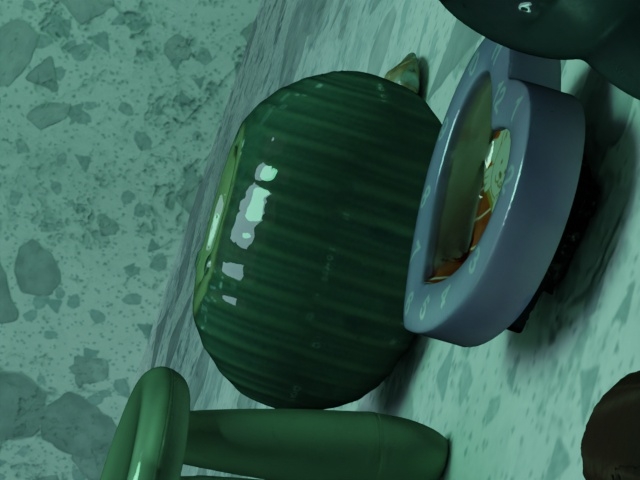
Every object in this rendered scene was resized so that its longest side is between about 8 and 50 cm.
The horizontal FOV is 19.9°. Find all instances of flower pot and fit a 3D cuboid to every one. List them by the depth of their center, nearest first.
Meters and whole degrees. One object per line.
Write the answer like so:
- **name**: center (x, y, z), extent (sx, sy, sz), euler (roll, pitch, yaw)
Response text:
- **flower pot**: center (0.000, 0.000, 1.276), extent (0.189, 0.157, 0.243), euler (-145, 70, -79)

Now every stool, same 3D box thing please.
- **stool**: center (-0.034, 0.190, 1.031), extent (0.195, 0.199, 0.195), euler (-113, 42, -74)

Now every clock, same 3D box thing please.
- **clock**: center (0.101, -0.016, 0.989), extent (0.198, 0.064, 0.172), euler (-93, 21, -64)

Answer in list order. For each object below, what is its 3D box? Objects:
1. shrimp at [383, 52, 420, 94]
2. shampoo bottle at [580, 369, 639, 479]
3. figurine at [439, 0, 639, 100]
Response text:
- **shrimp**: center (0.033, -0.069, 1.555), extent (0.251, 0.052, 0.143), euler (-46, 18, 55)
- **shampoo bottle**: center (0.147, 0.075, 0.576), extent (0.236, 0.068, 0.067), euler (161, 125, -81)
- **figurine**: center (0.097, -0.188, 0.892), extent (0.265, 0.193, 0.140), euler (-99, 31, -60)
